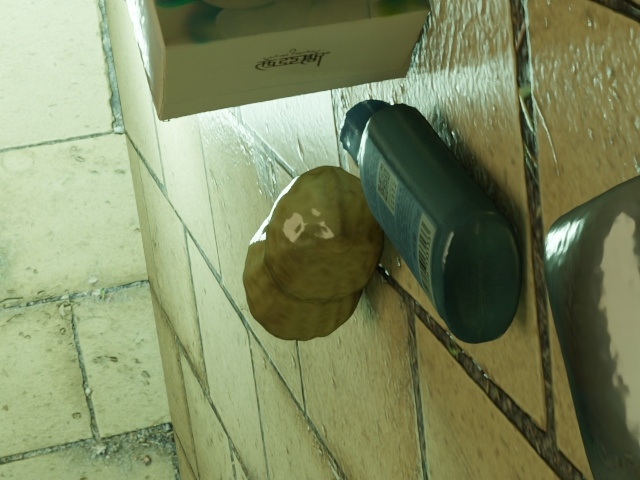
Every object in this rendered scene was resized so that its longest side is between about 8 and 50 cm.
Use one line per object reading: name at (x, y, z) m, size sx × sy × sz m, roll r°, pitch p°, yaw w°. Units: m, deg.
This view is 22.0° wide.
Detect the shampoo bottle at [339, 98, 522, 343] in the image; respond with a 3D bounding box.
shampoo bottle at (0.073, -0.032, 1.201) m, size 0.258 × 0.061 × 0.104 m, roll -121°, pitch 22°, yaw -57°

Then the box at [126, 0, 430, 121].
box at (-0.055, -0.249, 1.256) m, size 0.116 × 0.203 × 0.274 m, roll 110°, pitch 147°, yaw -66°

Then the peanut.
peanut at (-0.007, 0.008, 1.491) m, size 0.256 × 0.123 × 0.123 m, roll 111°, pitch 146°, yaw -64°

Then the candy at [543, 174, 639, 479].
candy at (0.164, 0.060, 0.841) m, size 0.138 × 0.071 × 0.174 m, roll 140°, pitch 119°, yaw -76°
